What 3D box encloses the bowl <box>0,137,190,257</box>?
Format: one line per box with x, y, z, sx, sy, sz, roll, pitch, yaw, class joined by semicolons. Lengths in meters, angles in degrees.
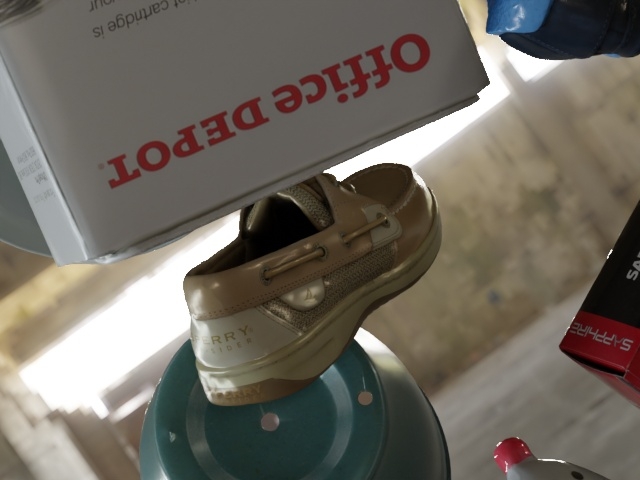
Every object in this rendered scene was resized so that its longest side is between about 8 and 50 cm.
-0.221;-0.131;1.757;0.298;0.298;0.134;-38;34;27;bowl

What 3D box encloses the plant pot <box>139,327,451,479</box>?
-0.028;0.171;1.534;0.271;0.272;0.255;-36;-17;-8;plant pot

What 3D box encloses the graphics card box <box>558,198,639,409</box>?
0.377;-0.005;1.568;0.094;0.233;0.371;19;77;56;graphics card box

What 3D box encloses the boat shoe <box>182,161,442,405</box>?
0.000;0.000;1.399;0.121;0.110;0.341;-11;19;25;boat shoe

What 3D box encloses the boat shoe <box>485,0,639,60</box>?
0.144;-0.148;1.040;0.258;0.089;0.109;-71;1;-58;boat shoe

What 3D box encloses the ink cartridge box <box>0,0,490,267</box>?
-0.109;-0.213;1.197;0.285;0.395;0.166;-24;4;-15;ink cartridge box

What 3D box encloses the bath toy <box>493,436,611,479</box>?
0.029;0.228;0.967;0.348;0.129;0.151;-35;-10;1;bath toy
